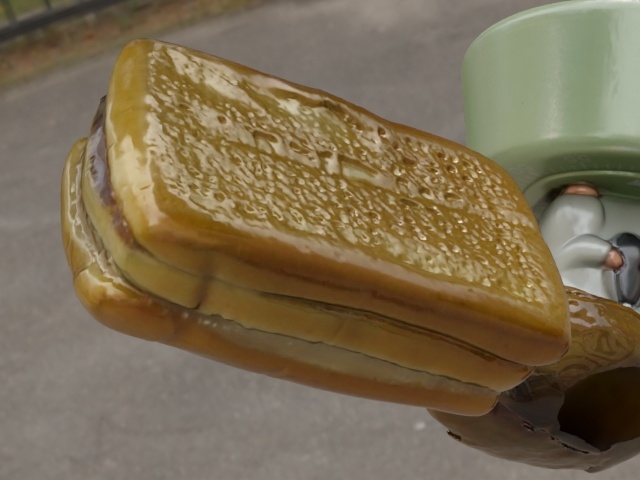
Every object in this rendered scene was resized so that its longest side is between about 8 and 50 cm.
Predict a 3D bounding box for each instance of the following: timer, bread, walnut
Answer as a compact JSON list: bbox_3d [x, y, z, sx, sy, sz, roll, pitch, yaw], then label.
[{"bbox_3d":[0.249,-0.005,1.255,0.290,0.291,0.315,-3,68,30],"label":"timer"},{"bbox_3d":[0.000,0.000,0.566,0.200,0.077,0.116,16,32,-29],"label":"bread"},{"bbox_3d":[0.159,0.096,1.040,0.245,0.137,0.137,8,9,-35],"label":"walnut"}]
